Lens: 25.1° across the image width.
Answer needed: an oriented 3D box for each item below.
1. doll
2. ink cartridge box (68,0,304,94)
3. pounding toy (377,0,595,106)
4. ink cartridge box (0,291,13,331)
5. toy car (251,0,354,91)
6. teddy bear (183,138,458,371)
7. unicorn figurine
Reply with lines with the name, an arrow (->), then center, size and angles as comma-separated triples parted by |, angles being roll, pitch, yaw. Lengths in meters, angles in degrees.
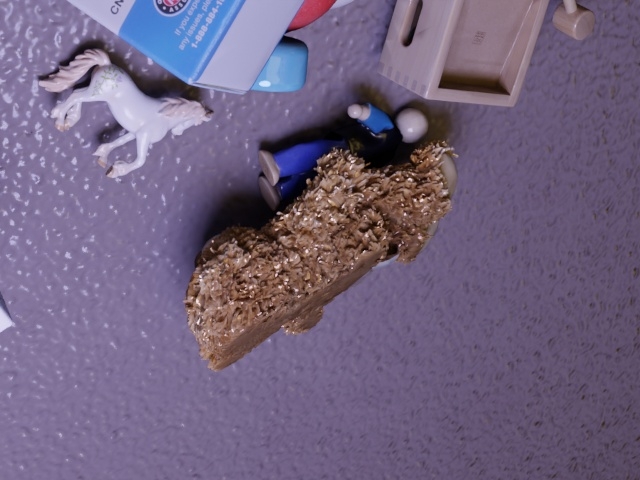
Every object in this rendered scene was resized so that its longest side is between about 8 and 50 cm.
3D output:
doll -> 0.029, -0.094, 1.483 | 0.189, 0.046, 0.129 | -20, 141, -19
ink cartridge box -> -0.140, -0.288, 1.099 | 0.223, 0.307, 0.129 | -58, 166, 13
pounding toy -> 0.178, -0.236, 1.456 | 0.206, 0.094, 0.181 | 0, 114, -39
ink cartridge box -> -0.426, -0.010, 1.193 | 0.198, 0.197, 0.270 | -35, 130, -5
toy car -> -0.007, -0.259, 1.282 | 0.238, 0.210, 0.219 | -7, 111, -39
teddy bear -> 0.000, 0.000, 1.472 | 0.338, 0.113, 0.245 | -33, 163, -9
unicorn figurine -> -0.177, -0.117, 1.351 | 0.111, 0.060, 0.162 | -43, 130, 2
